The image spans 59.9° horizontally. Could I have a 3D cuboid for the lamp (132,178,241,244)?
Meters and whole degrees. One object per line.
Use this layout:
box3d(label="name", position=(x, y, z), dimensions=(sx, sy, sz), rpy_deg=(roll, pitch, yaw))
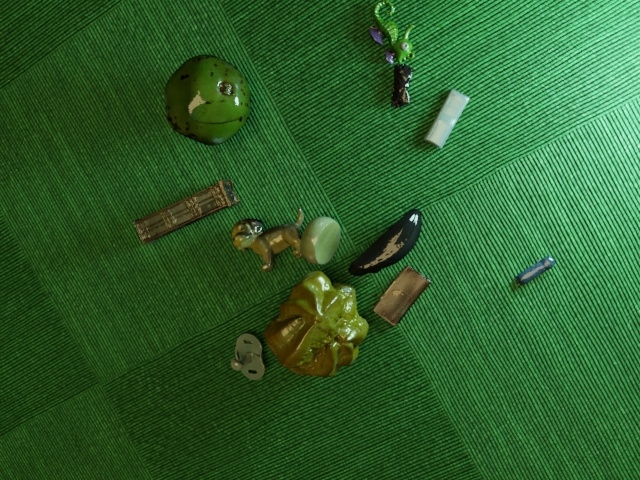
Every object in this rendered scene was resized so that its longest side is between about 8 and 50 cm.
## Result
box3d(label="lamp", position=(-0.412, -0.087, 1.710), dimensions=(0.325, 0.089, 0.090), rpy_deg=(-24, 92, 13))

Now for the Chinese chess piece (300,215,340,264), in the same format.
box3d(label="Chinese chess piece", position=(0.000, 0.000, 1.620), dimensions=(0.058, 0.144, 0.144), rpy_deg=(20, 101, 31))

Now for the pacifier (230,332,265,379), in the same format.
box3d(label="pacifier", position=(-0.238, 0.368, 1.728), dimensions=(0.126, 0.116, 0.151), rpy_deg=(5, 103, 35))

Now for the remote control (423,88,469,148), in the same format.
box3d(label="remote control", position=(0.356, -0.344, 1.569), dimensions=(0.061, 0.029, 0.162), rpy_deg=(28, 101, 4))

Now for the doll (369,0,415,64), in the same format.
box3d(label="doll", position=(0.201, -0.584, 1.557), dimensions=(0.115, 0.050, 0.190), rpy_deg=(-35, 88, 16))

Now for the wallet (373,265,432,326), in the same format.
box3d(label="wallet", position=(0.242, 0.163, 1.658), dimensions=(0.095, 0.026, 0.176), rpy_deg=(35, 103, -2))

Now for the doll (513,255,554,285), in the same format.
box3d(label="doll", position=(0.609, 0.088, 1.584), dimensions=(0.125, 0.027, 0.037), rpy_deg=(-35, 90, 15))

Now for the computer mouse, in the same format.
box3d(label="computer mouse", position=(0.200, 0.025, 1.590), dimensions=(0.269, 0.137, 0.086), rpy_deg=(-43, 79, 11))

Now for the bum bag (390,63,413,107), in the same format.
box3d(label="bum bag", position=(0.230, -0.439, 1.576), dimensions=(0.057, 0.034, 0.125), rpy_deg=(8, 98, 18))

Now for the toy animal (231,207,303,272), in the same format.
box3d(label="toy animal", position=(-0.154, 0.006, 1.667), dimensions=(0.233, 0.121, 0.169), rpy_deg=(-10, 84, 8))

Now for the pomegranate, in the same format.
box3d(label="pomegranate", position=(-0.330, -0.393, 1.589), dimensions=(0.270, 0.254, 0.254), rpy_deg=(-9, 97, 44))

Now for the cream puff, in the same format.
box3d(label="cream puff", position=(-0.009, 0.271, 1.598), dimensions=(0.274, 0.270, 0.323), rpy_deg=(34, 103, -1))
